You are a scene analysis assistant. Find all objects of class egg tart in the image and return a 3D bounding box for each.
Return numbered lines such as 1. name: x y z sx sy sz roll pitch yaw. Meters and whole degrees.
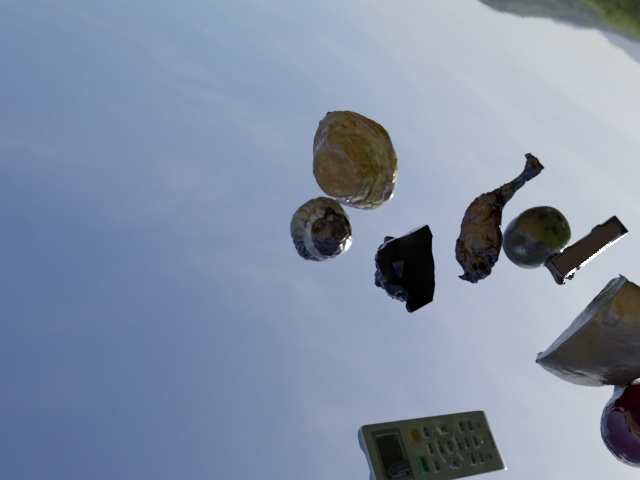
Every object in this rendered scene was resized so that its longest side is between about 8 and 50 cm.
1. egg tart: 0.072 -0.209 1.989 0.319 0.318 0.128 38 -132 21

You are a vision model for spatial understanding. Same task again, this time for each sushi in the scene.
1. sushi: 0.200 0.068 1.742 0.153 0.172 0.150 -27 -169 -14

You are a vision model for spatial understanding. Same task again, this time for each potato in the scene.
1. potato: 0.558 0.214 1.333 0.211 0.264 0.189 42 -162 8

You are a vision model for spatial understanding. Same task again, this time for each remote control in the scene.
1. remote control: 0.180 0.333 1.128 0.294 0.051 0.103 6 -124 -38

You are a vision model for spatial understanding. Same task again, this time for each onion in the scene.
1. onion: 0.642 0.333 1.413 0.196 0.139 0.218 -12 -124 -4

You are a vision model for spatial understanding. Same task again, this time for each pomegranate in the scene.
1. pomegranate: 0.571 0.014 1.855 0.210 0.180 0.179 69 -156 -11

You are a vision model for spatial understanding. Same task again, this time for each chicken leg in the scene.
1. chicken leg: 0.309 -0.043 1.275 0.051 0.253 0.106 23 -176 -38

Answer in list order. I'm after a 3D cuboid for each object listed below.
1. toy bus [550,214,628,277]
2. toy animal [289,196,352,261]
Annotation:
1. toy bus: 0.596 0.014 1.587 0.057 0.172 0.072 53 -165 9
2. toy animal: 0.000 0.000 1.077 0.098 0.137 0.098 8 -137 -7
